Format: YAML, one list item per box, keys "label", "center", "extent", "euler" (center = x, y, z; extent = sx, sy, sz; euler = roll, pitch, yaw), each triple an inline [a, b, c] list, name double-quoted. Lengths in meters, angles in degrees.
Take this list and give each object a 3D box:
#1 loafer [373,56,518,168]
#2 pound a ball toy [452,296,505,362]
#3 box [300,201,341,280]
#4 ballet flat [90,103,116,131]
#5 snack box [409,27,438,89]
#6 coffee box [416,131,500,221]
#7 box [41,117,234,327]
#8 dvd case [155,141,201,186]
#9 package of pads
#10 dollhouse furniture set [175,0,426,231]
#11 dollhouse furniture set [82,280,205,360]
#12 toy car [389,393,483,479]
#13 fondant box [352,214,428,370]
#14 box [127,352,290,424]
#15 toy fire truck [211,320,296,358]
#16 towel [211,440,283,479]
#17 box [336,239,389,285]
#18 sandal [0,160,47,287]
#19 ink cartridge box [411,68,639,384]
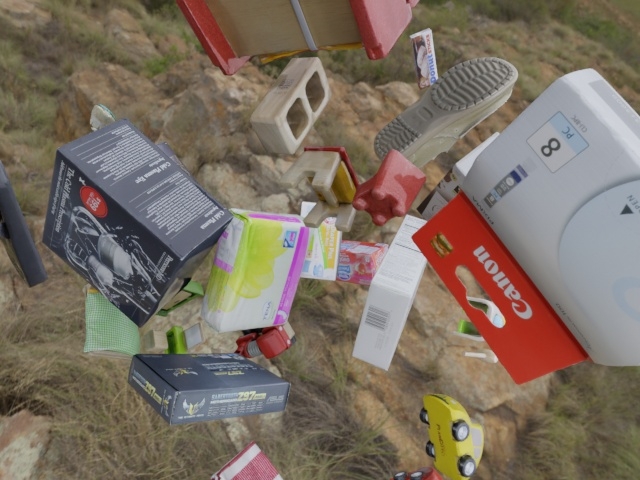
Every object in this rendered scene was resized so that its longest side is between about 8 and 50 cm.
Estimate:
- label: "loafer"
  center: [0.218, -0.216, 0.806]
  extent: [0.092, 0.268, 0.102]
  euler: [41, 19, -58]
- label: "pound a ball toy"
  center: [0.546, 0.303, 1.493]
  extent: [0.319, 0.136, 0.208]
  euler: [19, 81, -53]
- label: "box"
  center: [0.000, 0.000, 1.251]
  extent: [0.114, 0.103, 0.203]
  euler: [5, 92, 5]
- label: "ballet flat"
  center: [-0.524, -0.283, 1.097]
  extent: [0.057, 0.168, 0.052]
  euler: [39, 80, -20]
- label: "snack box"
  center: [0.328, -0.568, 1.443]
  extent: [0.022, 0.064, 0.178]
  euler: [-108, 175, -46]
- label: "coffee box"
  center: [0.408, -0.146, 1.281]
  extent: [0.168, 0.297, 0.119]
  euler: [-37, 80, -18]
- label: "box"
  center: [-0.416, -0.026, 1.018]
  extent: [0.312, 0.343, 0.179]
  euler: [41, 44, -3]
- label: "dvd case"
  center: [-0.427, -0.190, 1.354]
  extent: [0.221, 0.018, 0.164]
  euler: [54, 17, -11]
- label: "package of pads"
  center: [-0.156, 0.075, 1.125]
  extent: [0.229, 0.296, 0.101]
  euler: [3, 17, -47]
- label: "dollhouse furniture set"
  center: [0.028, -0.176, 0.528]
  extent: [0.152, 0.201, 0.374]
  euler: [-62, 143, -28]
- label: "dollhouse furniture set"
  center: [-0.455, 0.201, 1.221]
  extent: [0.301, 0.151, 0.197]
  euler: [33, 32, -57]
- label: "toy car"
  center: [0.184, 0.316, 0.529]
  extent: [0.053, 0.239, 0.225]
  euler: [-14, 40, -29]
- label: "fondant box"
  center: [0.191, 0.118, 1.137]
  extent: [0.096, 0.238, 0.330]
  euler: [20, 35, 15]
- label: "box"
  center: [-0.200, 0.259, 0.830]
  extent: [0.233, 0.183, 0.059]
  euler: [12, 91, -42]
- label: "toy fire truck"
  center: [-0.239, 0.368, 1.611]
  extent: [0.158, 0.217, 0.246]
  euler: [62, 32, -11]
- label: "towel"
  center: [-0.122, 0.693, 1.177]
  extent: [0.329, 0.037, 0.237]
  euler: [49, 10, 13]
- label: "box"
  center: [0.118, 0.077, 1.694]
  extent: [0.128, 0.257, 0.122]
  euler: [-26, 114, -47]
- label: "sandal"
  center: [-0.410, -0.042, 0.565]
  extent: [0.097, 0.254, 0.054]
  euler: [24, 40, 39]
- label: "ink cartridge box"
  center: [0.289, 0.029, 0.609]
  extent: [0.091, 0.385, 0.308]
  euler: [-22, 72, -37]
